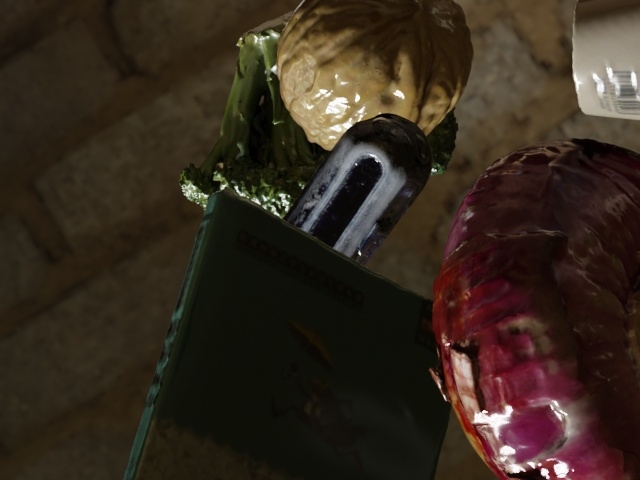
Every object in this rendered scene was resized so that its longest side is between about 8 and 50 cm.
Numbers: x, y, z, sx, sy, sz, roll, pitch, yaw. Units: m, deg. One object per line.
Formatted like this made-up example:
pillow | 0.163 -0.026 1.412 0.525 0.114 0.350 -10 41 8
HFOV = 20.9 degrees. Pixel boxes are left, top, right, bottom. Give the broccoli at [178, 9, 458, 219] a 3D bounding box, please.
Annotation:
broccoli | -0.004 -0.126 2.037 0.321 0.283 0.304 -28 -162 -31

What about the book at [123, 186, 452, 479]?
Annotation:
book | -0.026 0.180 1.292 0.264 0.379 0.031 28 154 -29

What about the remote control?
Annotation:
remote control | 0.000 0.000 1.545 0.266 0.090 0.066 -54 164 22

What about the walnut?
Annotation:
walnut | 0.056 -0.183 1.754 0.213 0.213 0.213 -30 169 -6

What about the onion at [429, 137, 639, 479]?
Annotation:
onion | 0.131 0.059 0.936 0.163 0.230 0.230 -8 -174 40

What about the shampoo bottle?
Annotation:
shampoo bottle | 0.280 -0.114 1.011 0.257 0.078 0.127 1 137 20
